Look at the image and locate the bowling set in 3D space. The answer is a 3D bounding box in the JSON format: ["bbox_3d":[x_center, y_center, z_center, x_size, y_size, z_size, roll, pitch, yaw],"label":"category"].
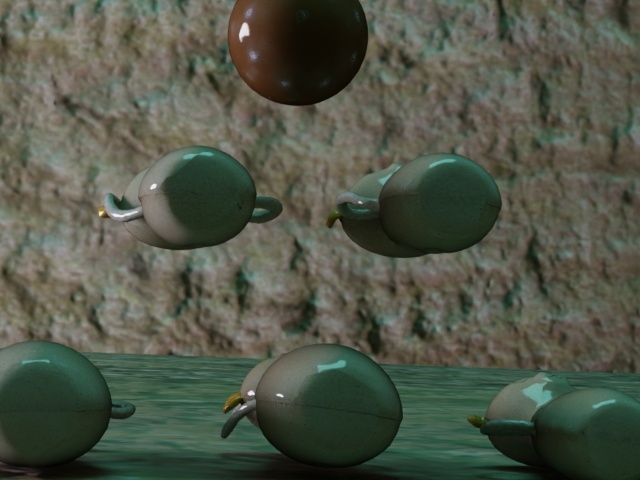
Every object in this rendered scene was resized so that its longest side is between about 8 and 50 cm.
[{"bbox_3d":[0.000,0.000,0.747,0.287,0.199,0.154,7,-4,-8],"label":"bowling set"}]
